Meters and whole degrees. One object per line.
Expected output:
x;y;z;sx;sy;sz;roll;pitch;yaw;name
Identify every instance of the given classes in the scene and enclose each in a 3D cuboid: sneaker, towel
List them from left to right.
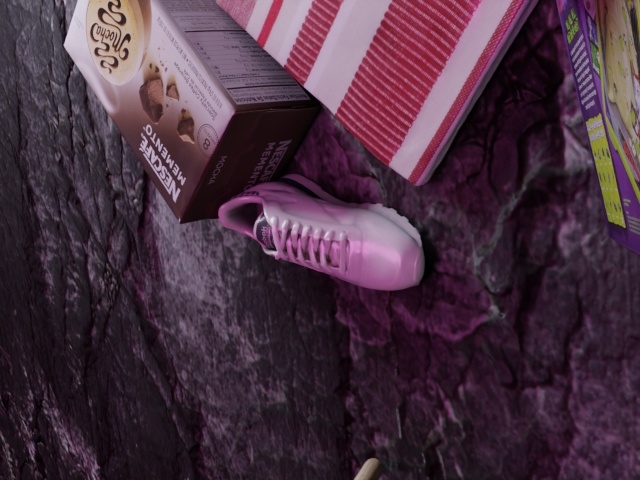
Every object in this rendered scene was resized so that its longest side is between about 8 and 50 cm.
0.000;0.000;0.869;0.235;0.094;0.090;21;114;41;sneaker
0.040;-0.238;0.804;0.329;0.037;0.237;47;129;26;towel

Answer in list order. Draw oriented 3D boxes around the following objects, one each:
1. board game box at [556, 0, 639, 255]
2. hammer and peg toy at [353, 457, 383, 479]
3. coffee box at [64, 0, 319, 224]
0.182;-0.092;0.486;0.056;0.347;0.208;-17;91;13;board game box
0.039;0.394;0.834;0.127;0.266;0.361;16;113;20;hammer and peg toy
-0.153;-0.186;0.965;0.297;0.119;0.168;55;133;23;coffee box
